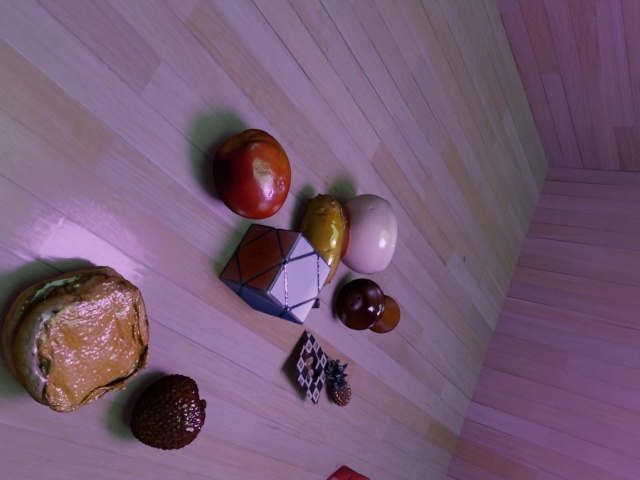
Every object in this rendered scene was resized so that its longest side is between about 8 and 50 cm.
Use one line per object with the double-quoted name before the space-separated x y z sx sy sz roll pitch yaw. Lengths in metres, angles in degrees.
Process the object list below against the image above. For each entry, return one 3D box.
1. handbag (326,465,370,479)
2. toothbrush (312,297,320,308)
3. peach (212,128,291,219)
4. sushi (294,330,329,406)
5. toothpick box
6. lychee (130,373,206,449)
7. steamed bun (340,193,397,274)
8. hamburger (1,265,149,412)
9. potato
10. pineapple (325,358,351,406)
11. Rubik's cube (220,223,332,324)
"handbag" 0.053 1.025 2.066 0.298 0.151 0.171 -16 107 -41
"toothbrush" -0.011 0.092 1.857 0.030 0.030 0.298 -25 118 -75
"peach" -0.179 -0.175 1.454 0.243 0.199 0.244 -11 103 -62
"sushi" -0.043 0.447 1.885 0.210 0.040 0.193 62 36 -39
"toothpick box" 0.187 0.255 2.018 0.294 0.192 0.192 30 75 -55
"lychee" -0.380 0.438 1.368 0.194 0.194 0.195 -15 109 -48
"steamed bun" 0.135 -0.024 1.841 0.177 0.283 0.283 5 95 -17
"hamburger" -0.517 0.209 1.156 0.318 0.158 0.319 -15 110 -49
"potato" 0.000 0.000 1.741 0.140 0.173 0.301 7 90 -25
"pineapple" 0.071 0.538 2.001 0.103 0.083 0.221 -85 169 -49
"Rubik's cube" -0.126 0.098 1.575 0.205 0.205 0.207 52 58 -43
